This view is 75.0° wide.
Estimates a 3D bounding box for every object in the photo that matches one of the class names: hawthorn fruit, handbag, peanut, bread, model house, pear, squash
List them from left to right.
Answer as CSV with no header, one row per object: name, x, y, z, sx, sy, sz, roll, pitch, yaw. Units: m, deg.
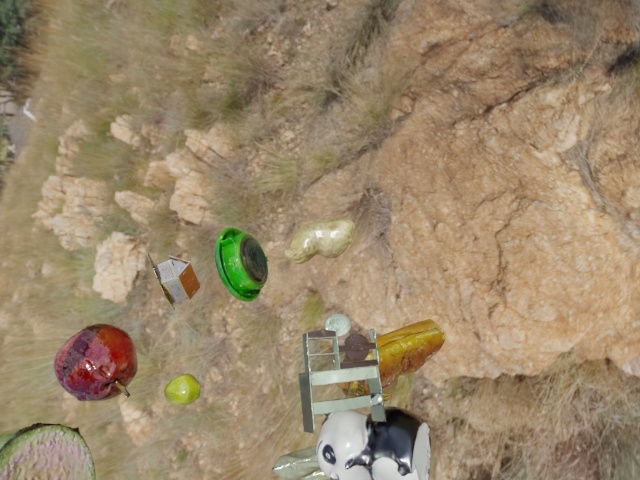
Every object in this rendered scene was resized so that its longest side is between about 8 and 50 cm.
squash,-0.693,0.553,0.845,0.309,0.310,0.310,-14,81,6
hawthorn fruit,-0.646,0.381,1.256,0.266,0.210,0.230,25,99,23
model house,-0.551,0.124,1.591,0.207,0.136,0.219,52,157,40
pear,-0.384,0.414,1.161,0.092,0.097,0.092,-174,90,-71
handbag,-0.026,0.844,1.572,0.254,0.315,0.109,-16,54,-1
peanut,0.000,0.000,1.395,0.254,0.122,0.137,-14,67,-6
bread,0.226,0.364,1.262,0.109,0.381,0.185,37,126,44

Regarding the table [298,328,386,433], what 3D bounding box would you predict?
table,0.037,0.259,0.788,0.062,0.146,0.175,139,128,-60

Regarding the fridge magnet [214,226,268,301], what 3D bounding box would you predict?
fridge magnet,-0.209,0.062,1.120,0.088,0.208,0.207,-17,80,18

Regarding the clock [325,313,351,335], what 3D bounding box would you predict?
clock,0.055,0.269,1.329,0.084,0.010,0.074,1,63,7

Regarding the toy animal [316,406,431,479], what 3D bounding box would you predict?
toy animal,0.141,0.595,1.186,0.310,0.251,0.250,-3,90,26

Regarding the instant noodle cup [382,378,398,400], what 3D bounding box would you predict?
instant noodle cup,0.249,0.514,1.720,0.091,0.274,0.273,-37,69,26
